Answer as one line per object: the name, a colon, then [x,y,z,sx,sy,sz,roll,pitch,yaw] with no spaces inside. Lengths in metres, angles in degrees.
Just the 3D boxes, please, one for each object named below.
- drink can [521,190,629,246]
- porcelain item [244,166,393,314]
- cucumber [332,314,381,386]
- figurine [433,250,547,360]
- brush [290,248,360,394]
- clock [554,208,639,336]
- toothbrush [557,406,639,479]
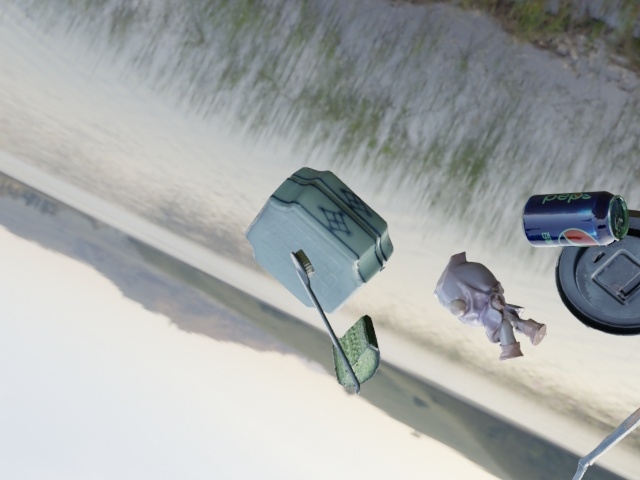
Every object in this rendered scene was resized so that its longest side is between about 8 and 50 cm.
drink can: [0.534,-0.044,1.855,0.205,0.118,0.118,-3,156,42]
porcelain item: [0.000,0.000,1.917,0.286,0.157,0.281,42,145,3]
cucumber: [0.082,0.231,1.830,0.062,0.116,0.115,27,-150,-30]
figurine: [0.361,0.144,1.926,0.276,0.133,0.200,44,-160,31]
brush: [0.014,0.133,1.481,0.062,0.027,0.266,90,155,-74]
clock: [0.702,0.076,2.037,0.312,0.313,0.061,25,-150,7]
toothbrush: [0.520,0.396,1.647,0.028,0.375,0.037,-8,-127,-36]
